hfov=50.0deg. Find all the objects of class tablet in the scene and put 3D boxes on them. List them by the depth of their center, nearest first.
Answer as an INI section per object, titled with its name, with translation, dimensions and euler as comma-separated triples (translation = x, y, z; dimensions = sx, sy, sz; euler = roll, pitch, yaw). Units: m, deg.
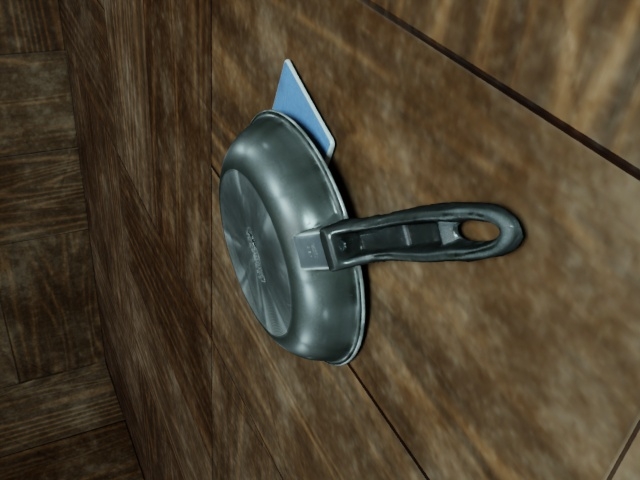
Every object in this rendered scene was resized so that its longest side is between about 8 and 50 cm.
[tablet]
translation = -0.013, -0.081, 0.484
dimensions = 0.083, 0.006, 0.054
euler = 63, 152, 28

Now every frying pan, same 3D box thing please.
[frying pan]
translation = 0.002, 0.026, 0.459
dimensions = 0.326, 0.053, 0.197
euler = 38, 140, 55
